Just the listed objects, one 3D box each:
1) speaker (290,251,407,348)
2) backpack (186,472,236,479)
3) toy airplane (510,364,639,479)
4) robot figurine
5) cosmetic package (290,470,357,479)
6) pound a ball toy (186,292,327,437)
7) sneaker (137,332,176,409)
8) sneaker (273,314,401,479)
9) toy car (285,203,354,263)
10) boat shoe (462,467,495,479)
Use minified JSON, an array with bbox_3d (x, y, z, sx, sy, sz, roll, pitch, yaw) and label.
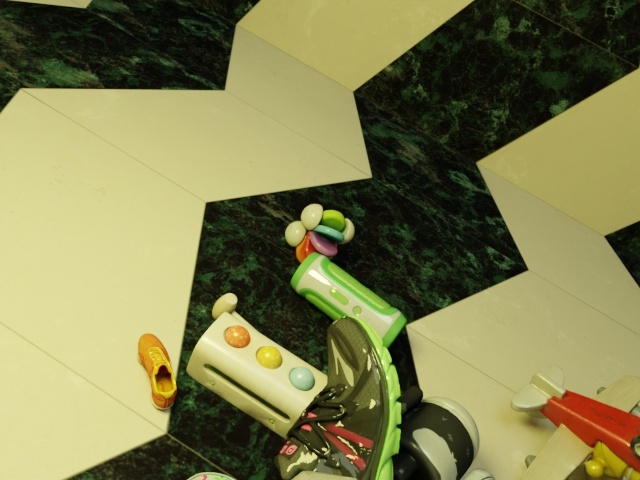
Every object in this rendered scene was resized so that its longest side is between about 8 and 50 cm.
[{"bbox_3d":[0.071,0.158,1.474,0.296,0.131,0.131,36,36,12],"label":"speaker"},{"bbox_3d":[-0.176,0.479,0.857,0.225,0.191,0.253,35,31,17],"label":"backpack"},{"bbox_3d":[0.648,0.476,1.381,0.385,0.273,0.384,-9,23,11],"label":"toy airplane"},{"bbox_3d":[0.207,0.434,1.176,0.173,0.209,0.278,28,31,31],"label":"robot figurine"},{"bbox_3d":[-0.008,0.479,0.854,0.107,0.127,0.238,0,78,13],"label":"cosmetic package"},{"bbox_3d":[-0.126,0.240,1.229,0.319,0.136,0.208,32,35,6],"label":"pound a ball toy"},{"bbox_3d":[-0.319,0.249,1.150,0.064,0.068,0.175,-4,44,-35],"label":"sneaker"},{"bbox_3d":[0.024,0.357,1.025,0.202,0.185,0.483,11,63,-12],"label":"sneaker"},{"bbox_3d":[0.000,0.000,1.587,0.159,0.182,0.136,27,36,-28],"label":"toy car"},{"bbox_3d":[0.293,0.524,1.110,0.094,0.109,0.302,29,9,32],"label":"boat shoe"}]
